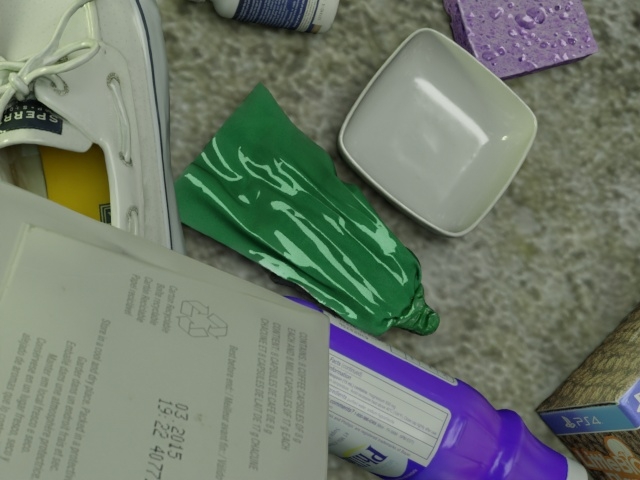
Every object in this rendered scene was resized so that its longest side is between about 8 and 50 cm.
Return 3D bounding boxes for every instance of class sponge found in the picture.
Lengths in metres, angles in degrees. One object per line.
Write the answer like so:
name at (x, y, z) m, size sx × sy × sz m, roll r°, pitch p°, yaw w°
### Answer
sponge at (0.153, -0.244, 1.187) m, size 0.117 × 0.031 × 0.210 m, roll -15°, pitch 85°, yaw -18°

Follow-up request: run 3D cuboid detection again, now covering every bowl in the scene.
bowl at (0.090, -0.082, 1.129) m, size 0.142 × 0.053 × 0.142 m, roll 39°, pitch 71°, yaw -7°

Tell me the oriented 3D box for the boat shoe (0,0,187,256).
boat shoe at (-0.194, -0.085, 0.977) m, size 0.135 × 0.156 × 0.367 m, roll -10°, pitch 87°, yaw 18°

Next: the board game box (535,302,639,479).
board game box at (0.369, 0.163, 1.122) m, size 0.232 × 0.141 × 0.291 m, roll -43°, pitch 94°, yaw -19°

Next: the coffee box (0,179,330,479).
coffee box at (-0.215, 0.197, 0.778) m, size 0.338 × 0.334 × 0.338 m, roll 22°, pitch 33°, yaw -12°

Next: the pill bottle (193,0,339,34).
pill bottle at (-0.048, -0.207, 1.102) m, size 0.120 × 0.067 × 0.067 m, roll 8°, pitch 78°, yaw -15°

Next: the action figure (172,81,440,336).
action figure at (0.000, 0.000, 1.082) m, size 0.232 × 0.063 × 0.137 m, roll 39°, pitch 70°, yaw -3°

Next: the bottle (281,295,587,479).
bottle at (0.068, 0.141, 1.050) m, size 0.282 × 0.118 × 0.092 m, roll 28°, pitch 73°, yaw -11°
